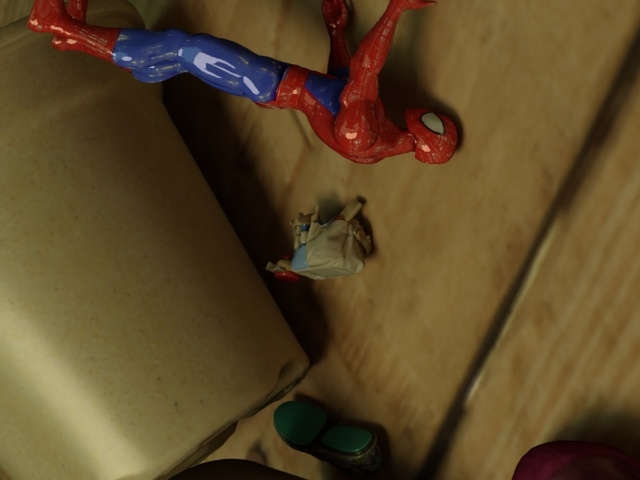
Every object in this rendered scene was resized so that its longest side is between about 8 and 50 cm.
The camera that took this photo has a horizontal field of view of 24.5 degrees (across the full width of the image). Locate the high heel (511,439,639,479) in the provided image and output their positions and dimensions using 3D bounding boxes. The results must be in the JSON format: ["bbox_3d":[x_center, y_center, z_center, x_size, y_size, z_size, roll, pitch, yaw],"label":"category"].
[{"bbox_3d":[0.226,0.289,0.863,0.181,0.127,0.377,-175,63,-82],"label":"high heel"}]

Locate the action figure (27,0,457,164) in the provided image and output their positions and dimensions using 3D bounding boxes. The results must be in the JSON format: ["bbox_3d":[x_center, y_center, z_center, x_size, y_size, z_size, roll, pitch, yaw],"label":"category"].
[{"bbox_3d":[-0.030,-0.139,0.950,0.280,0.091,0.139,24,90,8],"label":"action figure"}]

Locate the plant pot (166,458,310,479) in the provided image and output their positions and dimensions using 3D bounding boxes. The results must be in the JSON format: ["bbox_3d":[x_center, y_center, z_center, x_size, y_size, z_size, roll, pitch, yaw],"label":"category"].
[{"bbox_3d":[0.019,0.329,0.983,0.280,0.323,0.323,7,112,34],"label":"plant pot"}]

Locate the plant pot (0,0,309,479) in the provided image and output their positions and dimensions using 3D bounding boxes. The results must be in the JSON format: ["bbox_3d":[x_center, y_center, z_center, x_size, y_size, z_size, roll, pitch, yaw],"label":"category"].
[{"bbox_3d":[-0.183,0.043,1.109,0.305,0.333,0.334,53,142,6],"label":"plant pot"}]

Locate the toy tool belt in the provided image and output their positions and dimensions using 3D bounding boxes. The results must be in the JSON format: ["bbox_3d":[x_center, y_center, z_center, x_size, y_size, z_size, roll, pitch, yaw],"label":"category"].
[{"bbox_3d":[0.000,0.000,1.049,0.083,0.052,0.051,-11,65,51],"label":"toy tool belt"}]

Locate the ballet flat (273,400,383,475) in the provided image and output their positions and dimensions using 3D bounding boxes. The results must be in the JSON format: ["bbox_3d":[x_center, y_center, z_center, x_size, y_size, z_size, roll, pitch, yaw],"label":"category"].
[{"bbox_3d":[0.006,0.154,1.113,0.114,0.041,0.041,14,117,51],"label":"ballet flat"}]
